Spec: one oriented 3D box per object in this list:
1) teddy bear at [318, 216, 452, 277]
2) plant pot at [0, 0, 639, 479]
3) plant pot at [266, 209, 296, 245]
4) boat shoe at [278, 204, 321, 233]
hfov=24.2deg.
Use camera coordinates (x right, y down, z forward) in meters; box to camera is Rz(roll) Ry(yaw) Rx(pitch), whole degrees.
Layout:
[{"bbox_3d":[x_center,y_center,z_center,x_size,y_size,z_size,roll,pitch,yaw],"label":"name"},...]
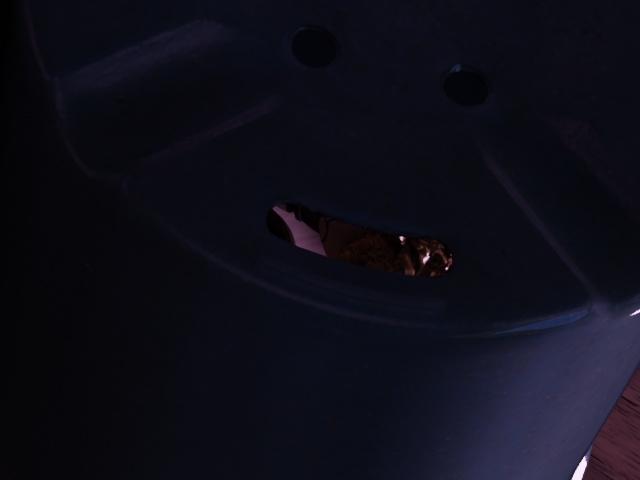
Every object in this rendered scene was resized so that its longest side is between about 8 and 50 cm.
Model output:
[{"bbox_3d":[0.028,0.056,0.937,0.245,0.113,0.338,80,22,-53],"label":"teddy bear"},{"bbox_3d":[0.000,0.000,0.622,0.341,0.341,0.334,-45,167,-31],"label":"plant pot"},{"bbox_3d":[-0.089,0.060,0.882,0.167,0.167,0.165,-31,141,-52],"label":"plant pot"},{"bbox_3d":[0.055,-0.103,1.084,0.228,0.069,0.081,-56,161,-2],"label":"boat shoe"}]
